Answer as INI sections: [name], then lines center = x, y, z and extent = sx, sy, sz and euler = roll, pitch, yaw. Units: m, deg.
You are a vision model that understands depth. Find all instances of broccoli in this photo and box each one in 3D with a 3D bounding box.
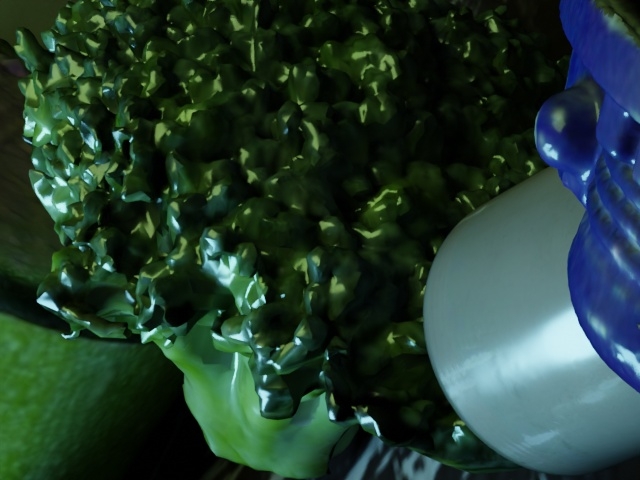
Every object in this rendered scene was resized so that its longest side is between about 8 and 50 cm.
[broccoli]
center = 0.000, 0.000, 0.801
extent = 0.245, 0.248, 0.288
euler = 86, 173, -57

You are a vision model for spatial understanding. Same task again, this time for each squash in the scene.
[squash]
center = -0.239, 0.068, 1.032
extent = 0.309, 0.310, 0.310
euler = -58, 28, 21

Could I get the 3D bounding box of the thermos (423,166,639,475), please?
[thermos]
center = 0.132, -0.004, 0.596
extent = 0.137, 0.105, 0.193
euler = -34, -2, -30

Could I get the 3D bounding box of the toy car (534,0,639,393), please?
[toy car]
center = 0.157, 0.019, 0.418
extent = 0.172, 0.235, 0.158
euler = -123, 47, -59

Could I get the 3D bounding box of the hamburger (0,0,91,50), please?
[hamburger]
center = -0.227, -0.100, 1.265
extent = 0.294, 0.179, 0.276
euler = -52, 31, 20
